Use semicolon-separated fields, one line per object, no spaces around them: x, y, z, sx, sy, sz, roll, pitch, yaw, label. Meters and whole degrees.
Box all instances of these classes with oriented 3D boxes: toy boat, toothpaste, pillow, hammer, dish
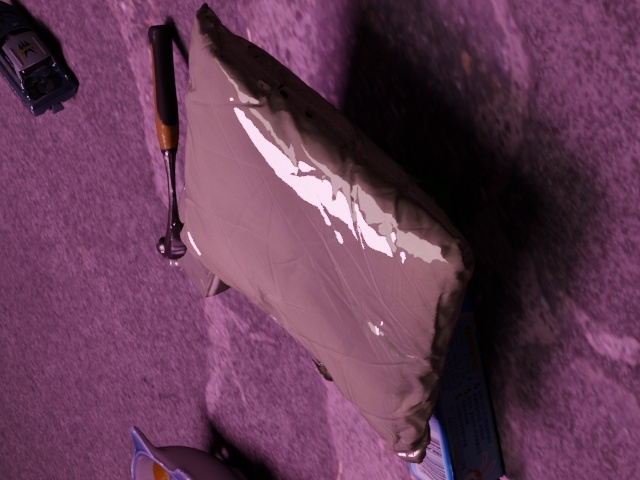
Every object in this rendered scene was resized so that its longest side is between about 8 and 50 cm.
-0.300;-0.188;1.977;0.141;0.055;0.060;53;162;22;toy boat
0.083;0.075;1.497;0.065;0.050;0.267;33;143;52;toothpaste
-0.001;-0.002;1.436;0.281;0.076;0.274;44;152;24;pillow
-0.129;-0.084;1.701;0.078;0.021;0.201;172;94;-75;hammer
-0.114;0.280;2.059;0.228;0.086;0.236;61;156;6;dish

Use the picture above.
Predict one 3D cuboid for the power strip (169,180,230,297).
-0.079;-0.037;1.703;0.078;0.052;0.272;55;154;16;power strip
